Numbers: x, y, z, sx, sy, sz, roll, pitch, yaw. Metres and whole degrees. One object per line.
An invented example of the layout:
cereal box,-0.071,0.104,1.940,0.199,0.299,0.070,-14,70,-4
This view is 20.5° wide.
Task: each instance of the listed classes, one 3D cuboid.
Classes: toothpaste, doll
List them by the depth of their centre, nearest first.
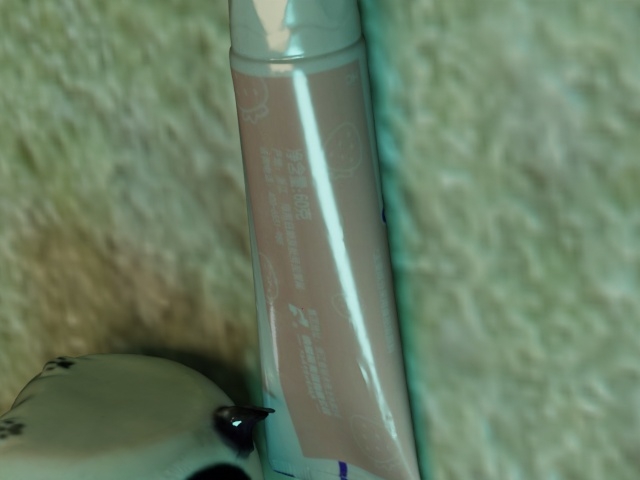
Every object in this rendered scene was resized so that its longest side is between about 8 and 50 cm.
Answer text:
toothpaste,0.000,0.000,0.584,0.067,0.043,0.194,11,118,34
doll,-0.078,0.129,0.639,0.107,0.110,0.180,15,114,6
